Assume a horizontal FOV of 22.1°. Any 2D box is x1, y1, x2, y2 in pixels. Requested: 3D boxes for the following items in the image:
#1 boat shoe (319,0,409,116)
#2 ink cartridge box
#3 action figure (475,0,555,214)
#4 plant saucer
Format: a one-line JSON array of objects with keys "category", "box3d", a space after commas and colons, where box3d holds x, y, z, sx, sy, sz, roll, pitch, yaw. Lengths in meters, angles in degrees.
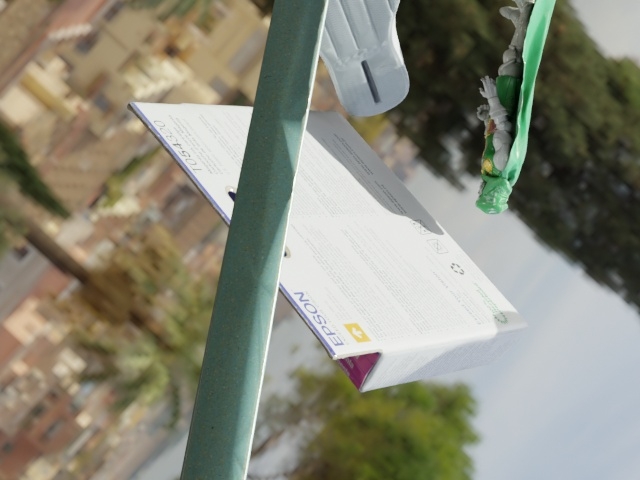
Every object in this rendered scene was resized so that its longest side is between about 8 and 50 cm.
[{"category": "boat shoe", "box3d": [0.022, -0.233, 1.600, 0.109, 0.094, 0.302, -20, 150, -4]}, {"category": "ink cartridge box", "box3d": [0.000, 0.000, 1.554, 0.330, 0.324, 0.071, -4, 138, -52]}, {"category": "action figure", "box3d": [0.190, -0.137, 1.664, 0.137, 0.063, 0.232, 85, 15, -73]}, {"category": "plant saucer", "box3d": [-0.022, 0.019, 0.450, 0.067, 0.018, 0.192, 108, -9, -64]}]
